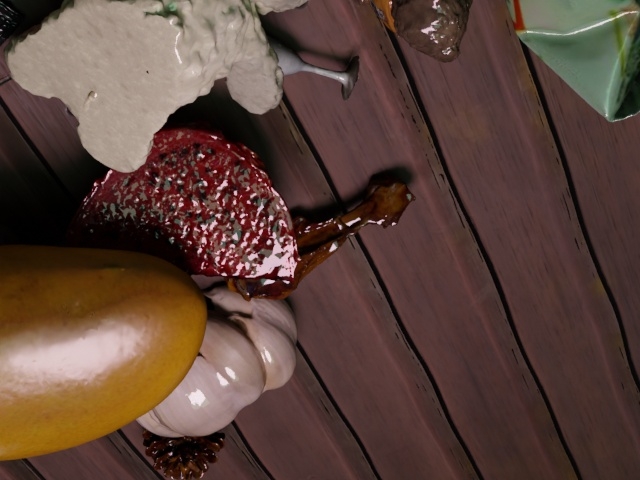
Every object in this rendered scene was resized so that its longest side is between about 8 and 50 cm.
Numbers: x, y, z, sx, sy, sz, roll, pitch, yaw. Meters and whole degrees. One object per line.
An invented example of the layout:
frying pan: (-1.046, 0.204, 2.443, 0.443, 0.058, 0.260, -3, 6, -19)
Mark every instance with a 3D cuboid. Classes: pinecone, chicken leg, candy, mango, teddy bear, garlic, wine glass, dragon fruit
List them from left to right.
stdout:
mango: (-0.362, 0.136, 1.392, 0.445, 0.232, 0.300, -14, 125, -2)
pinecone: (-0.222, 0.329, 1.762, 0.140, 0.121, 0.140, -4, 133, -4)
dragon fruit: (-0.174, -0.069, 1.482, 0.316, 0.152, 0.205, 7, 106, 0)
teddy bear: (-0.140, -0.309, 1.316, 0.327, 0.362, 0.375, 46, 144, -13)
garlic: (-0.172, 0.186, 1.631, 0.281, 0.185, 0.203, -30, 110, 10)
wine glass: (-0.049, -0.239, 1.426, 0.198, 0.066, 0.066, 13, 121, -19)
chicken leg: (0.000, 0.000, 1.583, 0.304, 0.113, 0.093, -25, 148, 3)
teddy bear: (0.121, -0.307, 1.334, 0.140, 0.190, 0.177, -26, 132, -2)
candy: (0.286, -0.350, 1.293, 0.172, 0.263, 0.398, -21, 128, 18)

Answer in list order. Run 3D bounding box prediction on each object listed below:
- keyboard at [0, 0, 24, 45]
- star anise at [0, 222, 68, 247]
keyboard: (-0.457, -0.307, 1.314, 0.195, 0.018, 0.060, 33, 115, -30)
star anise: (-0.441, 0.109, 1.561, 0.315, 0.108, 0.315, -4, 118, -8)
